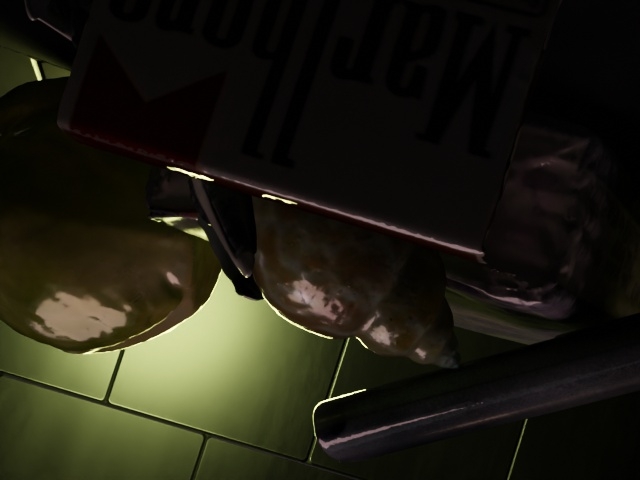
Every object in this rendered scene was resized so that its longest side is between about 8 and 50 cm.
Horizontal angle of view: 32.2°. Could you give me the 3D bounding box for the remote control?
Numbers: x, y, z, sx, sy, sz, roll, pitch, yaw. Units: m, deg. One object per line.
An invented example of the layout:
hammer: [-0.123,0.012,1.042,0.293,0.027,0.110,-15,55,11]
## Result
remote control: [0.186,0.068,0.660,0.378,0.044,0.107,-18,167,14]

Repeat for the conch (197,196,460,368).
conch: [-0.001,-0.015,0.592,0.106,0.116,0.173,-3,-152,-44]

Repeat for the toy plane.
toy plane: [-0.056,-0.079,0.518,0.160,0.082,0.234,11,-153,-31]

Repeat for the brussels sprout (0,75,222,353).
brussels sprout: [-0.217,-0.023,1.064,0.294,0.259,0.227,17,170,25]

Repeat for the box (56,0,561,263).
box: [-0.004,-0.070,0.435,0.178,0.115,0.036,18,176,13]

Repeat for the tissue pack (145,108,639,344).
tissue pack: [0.098,-0.005,0.820,0.288,0.124,0.394,11,173,27]
